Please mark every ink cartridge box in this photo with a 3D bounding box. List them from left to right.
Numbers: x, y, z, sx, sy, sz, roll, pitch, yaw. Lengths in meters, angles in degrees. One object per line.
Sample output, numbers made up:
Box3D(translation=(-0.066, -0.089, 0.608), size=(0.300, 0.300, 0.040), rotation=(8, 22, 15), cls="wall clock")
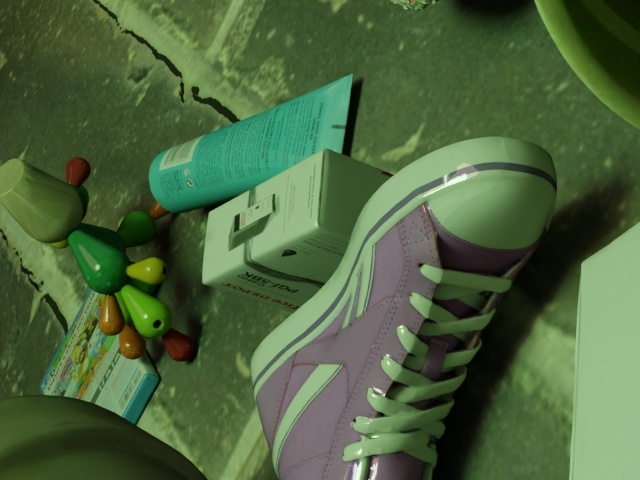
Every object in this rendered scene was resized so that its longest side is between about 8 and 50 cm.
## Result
Box3D(translation=(0.000, 0.000, 1.049), size=(0.135, 0.099, 0.056), rotation=(-26, 52, 50), cls="ink cartridge box")

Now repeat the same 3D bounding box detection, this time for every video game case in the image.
Box3D(translation=(-0.188, 0.119, 1.357), size=(0.119, 0.015, 0.166), rotation=(-61, 32, 15), cls="video game case")

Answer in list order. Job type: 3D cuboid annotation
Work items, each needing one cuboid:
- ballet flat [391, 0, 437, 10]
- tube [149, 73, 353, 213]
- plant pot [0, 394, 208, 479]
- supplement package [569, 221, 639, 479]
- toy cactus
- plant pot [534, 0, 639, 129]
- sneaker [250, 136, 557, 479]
Box3D(translation=(0.042, -0.215, 1.074), size=(0.241, 0.077, 0.091), rotation=(-94, 18, -65), cls="ballet flat")
Box3D(translation=(-0.051, -0.065, 1.224), size=(0.207, 0.052, 0.080), rotation=(-15, 65, 48), cls="tube")
Box3D(translation=(-0.112, 0.279, 0.898), size=(0.280, 0.323, 0.323), rotation=(18, 88, 44), cls="plant pot")
Box3D(translation=(0.243, 0.036, 0.532), size=(0.293, 0.177, 0.175), rotation=(-42, 23, 38), cls="supplement package")
Box3D(translation=(-0.178, -0.007, 1.273), size=(0.112, 0.180, 0.219), rotation=(-38, 44, 11), cls="toy cactus")
Box3D(translation=(0.199, -0.211, 0.742), size=(0.276, 0.276, 0.254), rotation=(-55, 21, 22), cls="plant pot")
Box3D(translation=(0.059, 0.076, 0.924), size=(0.282, 0.102, 0.161), rotation=(-55, 35, 43), cls="sneaker")
